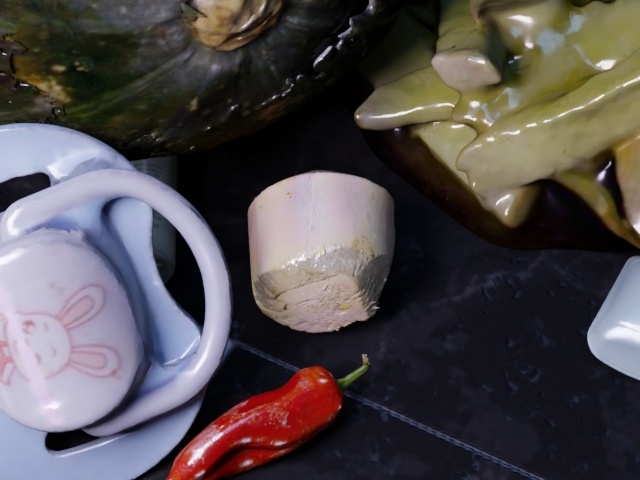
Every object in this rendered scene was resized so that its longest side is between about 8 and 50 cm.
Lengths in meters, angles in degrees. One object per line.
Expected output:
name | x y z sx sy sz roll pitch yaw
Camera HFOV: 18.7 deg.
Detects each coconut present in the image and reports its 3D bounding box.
coconut | 0.000 0.000 1.516 0.116 0.116 0.122 -1 56 3

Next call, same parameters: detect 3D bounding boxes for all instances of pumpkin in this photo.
pumpkin | -0.124 -0.264 1.461 0.454 0.454 0.344 -20 39 -11

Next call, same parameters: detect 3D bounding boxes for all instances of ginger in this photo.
ginger | 0.202 -0.186 1.585 0.413 0.211 0.358 33 60 26

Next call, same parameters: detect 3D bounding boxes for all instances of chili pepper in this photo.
chili pepper | -0.035 0.137 1.452 0.191 0.059 0.050 -30 65 -20

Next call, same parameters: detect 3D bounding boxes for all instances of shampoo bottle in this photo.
shampoo bottle | -0.144 -0.054 1.602 0.056 0.056 0.195 -2 54 2

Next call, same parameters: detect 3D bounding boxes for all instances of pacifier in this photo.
pacifier | -0.194 0.037 1.461 0.238 0.287 0.226 -24 18 -5

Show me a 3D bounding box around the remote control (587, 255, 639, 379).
remote control | 0.352 0.094 1.462 0.293 0.051 0.103 23 58 18
